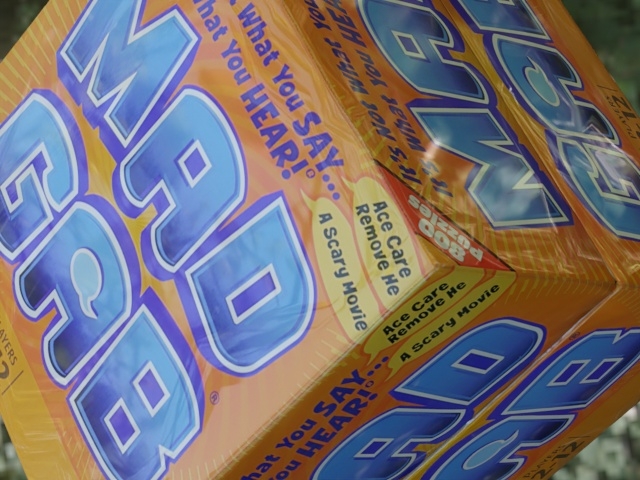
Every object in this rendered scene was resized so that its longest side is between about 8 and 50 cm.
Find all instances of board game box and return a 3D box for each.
[{"bbox_3d":[0.000,0.000,1.302,0.356,0.356,0.356,-46,57,30],"label":"board game box"}]
